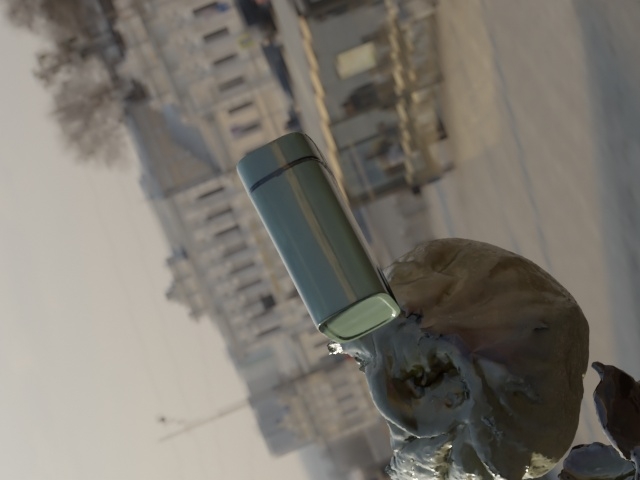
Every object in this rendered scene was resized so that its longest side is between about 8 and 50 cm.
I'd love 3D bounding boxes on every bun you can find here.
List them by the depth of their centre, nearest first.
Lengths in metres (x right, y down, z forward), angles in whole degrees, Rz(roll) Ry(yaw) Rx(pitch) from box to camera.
[{"bbox_3d":[0.146,0.127,1.510,0.281,0.281,0.205,67,-168,7],"label":"bun"}]

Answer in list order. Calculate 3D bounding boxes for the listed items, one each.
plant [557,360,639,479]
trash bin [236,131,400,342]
[{"bbox_3d":[0.300,0.216,1.172,0.204,0.234,0.178,103,177,-55],"label":"plant"},{"bbox_3d":[0.000,0.000,1.047,0.130,0.059,0.116,63,-174,15],"label":"trash bin"}]
